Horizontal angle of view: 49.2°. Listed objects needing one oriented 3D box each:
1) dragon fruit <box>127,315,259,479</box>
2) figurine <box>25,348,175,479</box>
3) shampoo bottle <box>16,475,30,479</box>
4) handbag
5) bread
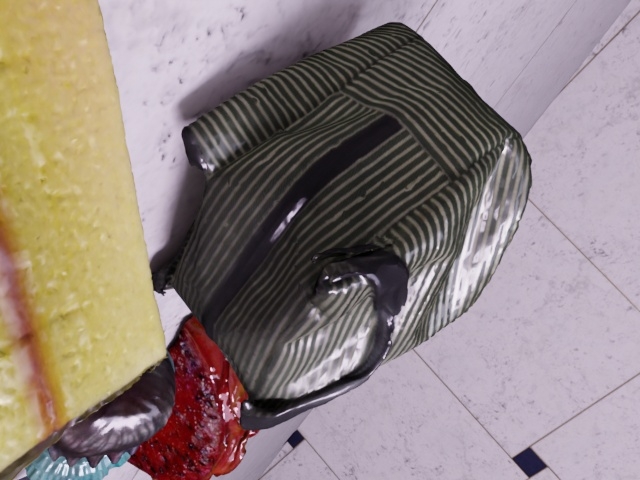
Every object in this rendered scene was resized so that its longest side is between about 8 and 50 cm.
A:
[{"bbox_3d":[-0.123,0.213,0.961,0.205,0.152,0.317,-34,160,-50],"label":"dragon fruit"},{"bbox_3d":[-0.220,0.167,0.652,0.138,0.110,0.245,-13,153,-36],"label":"figurine"},{"bbox_3d":[-0.336,0.274,0.649,0.072,0.072,0.214,-52,166,14],"label":"shampoo bottle"},{"bbox_3d":[0.000,0.000,0.617,0.240,0.247,0.340,-23,156,-35],"label":"handbag"},{"bbox_3d":[-0.196,-0.026,0.335,0.168,0.163,0.264,-32,127,-46],"label":"bread"}]
